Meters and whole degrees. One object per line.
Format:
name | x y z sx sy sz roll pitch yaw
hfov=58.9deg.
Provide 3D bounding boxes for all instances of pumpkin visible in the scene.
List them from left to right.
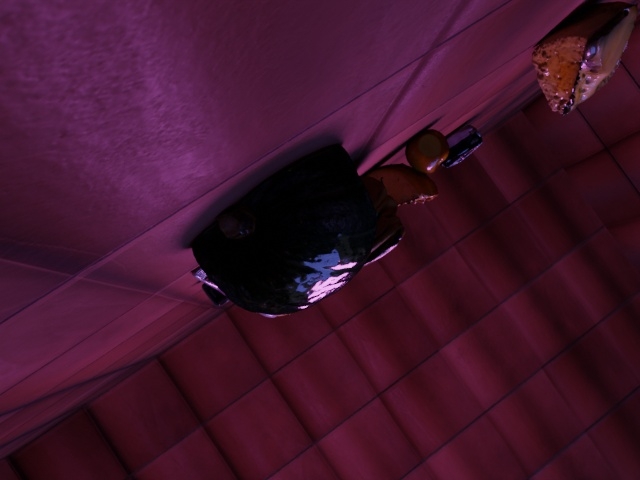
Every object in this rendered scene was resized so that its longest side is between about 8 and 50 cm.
pumpkin | -0.037 0.008 0.924 0.293 0.197 0.263 -39 173 31

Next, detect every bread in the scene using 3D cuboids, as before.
bread | 0.184 -0.143 1.560 0.260 0.134 0.129 -19 176 30
bread | 0.616 -0.444 1.318 0.204 0.162 0.262 -33 154 -12

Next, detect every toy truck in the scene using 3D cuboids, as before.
toy truck | -0.206 0.085 1.442 0.178 0.080 0.115 -36 -177 14

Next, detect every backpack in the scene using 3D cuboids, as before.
backpack | 0.004 0.005 1.267 0.378 0.201 0.353 -36 179 -17

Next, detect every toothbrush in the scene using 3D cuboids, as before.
toothbrush | -0.226 0.111 1.296 0.025 0.020 0.286 -41 157 -5

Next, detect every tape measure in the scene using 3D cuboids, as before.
tape measure | 0.519 -0.358 2.149 0.182 0.107 0.181 -34 174 0

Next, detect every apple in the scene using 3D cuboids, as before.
apple | 0.282 -0.233 1.491 0.114 0.102 0.099 -36 176 -6

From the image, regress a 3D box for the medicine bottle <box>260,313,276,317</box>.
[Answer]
medicine bottle | -0.099 0.078 1.546 0.252 0.144 0.144 -52 173 13
